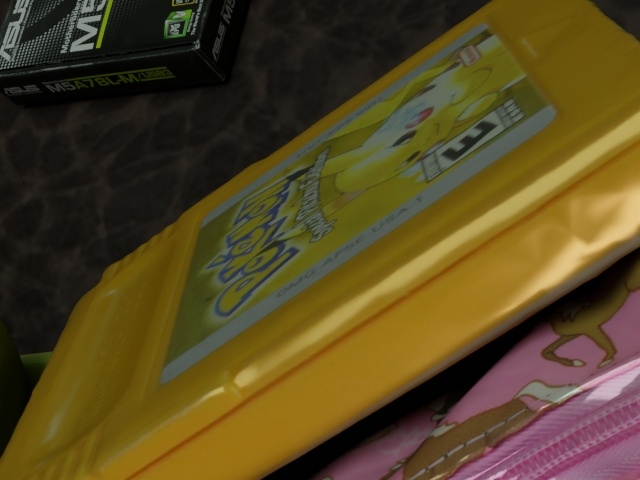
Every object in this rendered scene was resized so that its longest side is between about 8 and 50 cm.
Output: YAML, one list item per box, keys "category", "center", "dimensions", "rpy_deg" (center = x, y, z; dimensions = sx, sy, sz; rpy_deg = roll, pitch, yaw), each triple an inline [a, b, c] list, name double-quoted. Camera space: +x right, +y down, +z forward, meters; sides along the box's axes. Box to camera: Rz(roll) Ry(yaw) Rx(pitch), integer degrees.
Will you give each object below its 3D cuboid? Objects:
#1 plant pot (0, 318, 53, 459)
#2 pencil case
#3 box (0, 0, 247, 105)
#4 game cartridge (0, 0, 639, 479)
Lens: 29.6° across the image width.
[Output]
- category: "plant pot"
  center: [-0.265, 0.134, 0.636]
  dimensions: [0.227, 0.207, 0.228]
  rpy_deg: [-10, 60, 27]
- category: "pencil case"
  center: [0.025, 0.149, 0.470]
  dimensions: [0.386, 0.160, 0.167]
  rpy_deg: [-32, 11, 9]
- category: "box"
  center: [-0.129, -0.190, 0.839]
  dimensions: [0.184, 0.045, 0.191]
  rpy_deg: [0, 64, 28]
- category: "game cartridge"
  center: [0.000, 0.000, 0.557]
  dimensions: [0.323, 0.053, 0.285]
  rpy_deg: [-32, 17, 11]
